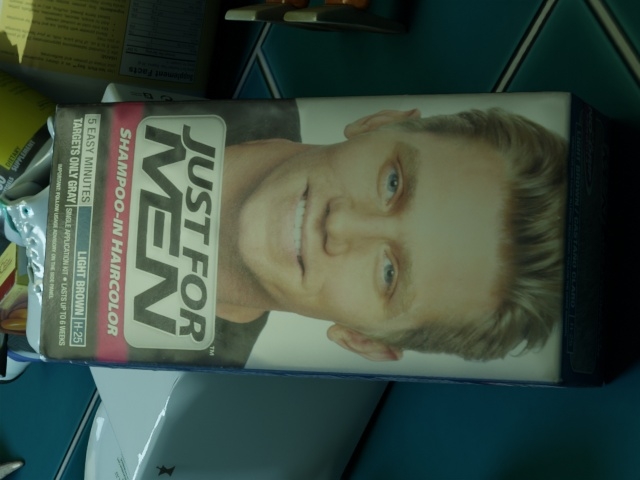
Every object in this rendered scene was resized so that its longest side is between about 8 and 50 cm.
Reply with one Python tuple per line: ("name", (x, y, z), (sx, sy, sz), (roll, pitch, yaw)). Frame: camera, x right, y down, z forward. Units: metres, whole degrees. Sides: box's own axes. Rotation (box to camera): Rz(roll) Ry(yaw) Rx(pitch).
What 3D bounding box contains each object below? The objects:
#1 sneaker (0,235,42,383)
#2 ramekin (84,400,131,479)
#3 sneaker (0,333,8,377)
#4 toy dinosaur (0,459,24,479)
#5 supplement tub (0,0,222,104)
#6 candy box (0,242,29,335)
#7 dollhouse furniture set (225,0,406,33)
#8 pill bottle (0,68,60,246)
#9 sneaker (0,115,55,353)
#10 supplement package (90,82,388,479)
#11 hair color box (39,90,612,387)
("sneaker", (-0.378, 0.030, 1.982), (0.182, 0.127, 0.315), (-47, 46, 46))
("ramekin", (-0.123, 0.204, 1.485), (0.207, 0.109, 0.207), (-22, 65, 60))
("sneaker", (-0.393, 0.089, 1.822), (0.208, 0.094, 0.081), (35, 124, 48))
("toy dinosaur", (-0.455, 0.337, 2.084), (0.296, 0.127, 0.200), (-62, 27, 25))
("supplement tub", (-0.208, -0.226, 1.592), (0.241, 0.241, 0.331), (24, 106, 61))
("candy box", (-0.206, 0.053, 1.587), (0.109, 0.186, 0.053), (-43, 46, 53))
("dollhouse furniture set", (-0.003, -0.295, 1.379), (0.259, 0.135, 0.262), (10, 93, 51))
("pill bottle", (-0.299, -0.094, 1.451), (0.119, 0.208, 0.119), (-56, -12, -18))
("sneaker", (-0.203, -0.008, 1.314), (0.080, 0.094, 0.212), (55, 130, 49))
("supplement package", (-0.079, 0.036, 1.362), (0.177, 0.175, 0.293), (-65, 33, 28))
("hair color box", (0.000, 0.000, 1.092), (0.347, 0.105, 0.174), (0, 84, 23))
